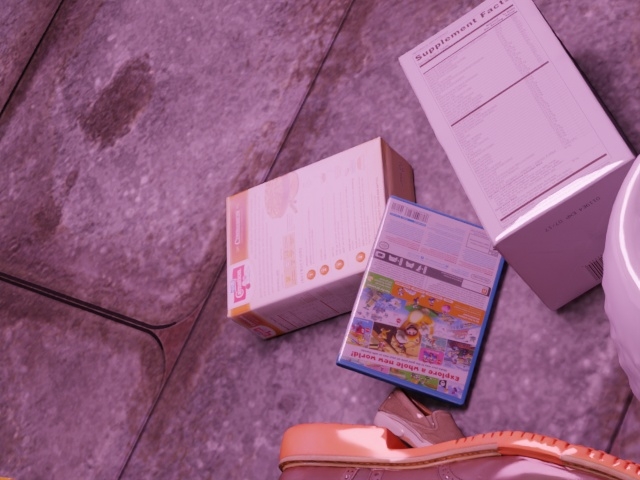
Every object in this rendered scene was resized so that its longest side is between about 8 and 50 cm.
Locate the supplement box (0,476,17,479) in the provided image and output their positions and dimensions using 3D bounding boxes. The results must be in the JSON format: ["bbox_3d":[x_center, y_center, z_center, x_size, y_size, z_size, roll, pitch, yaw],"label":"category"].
[{"bbox_3d":[-0.318,0.310,1.309,0.194,0.191,0.129,-1,64,35],"label":"supplement box"}]

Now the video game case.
[{"bbox_3d":[0.094,0.053,1.229,0.119,0.015,0.166,19,71,-3],"label":"video game case"}]

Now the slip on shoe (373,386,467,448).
[{"bbox_3d":[0.102,0.168,1.184,0.135,0.051,0.041,24,86,50],"label":"slip on shoe"}]

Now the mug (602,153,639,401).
[{"bbox_3d":[0.328,0.092,0.870,0.276,0.328,0.374,-12,58,31],"label":"mug"}]

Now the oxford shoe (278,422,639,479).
[{"bbox_3d":[0.118,0.223,1.040,0.364,0.130,0.132,-4,61,37],"label":"oxford shoe"}]

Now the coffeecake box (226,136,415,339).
[{"bbox_3d":[0.000,0.000,1.344,0.185,0.068,0.142,-20,55,26],"label":"coffeecake box"}]

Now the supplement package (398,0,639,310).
[{"bbox_3d":[0.191,-0.088,1.208,0.139,0.134,0.244,-32,49,13],"label":"supplement package"}]
